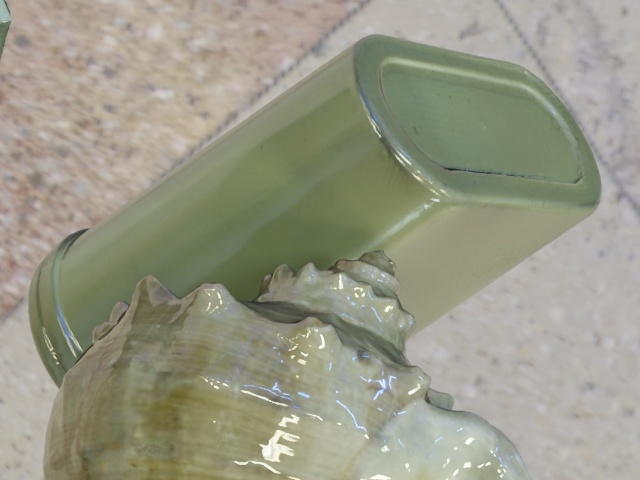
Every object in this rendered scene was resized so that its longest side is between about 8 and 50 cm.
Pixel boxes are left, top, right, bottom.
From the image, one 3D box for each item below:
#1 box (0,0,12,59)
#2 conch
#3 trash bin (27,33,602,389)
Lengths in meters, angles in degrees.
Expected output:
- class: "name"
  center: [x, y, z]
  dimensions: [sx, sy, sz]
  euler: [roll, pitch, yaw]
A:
- class: "box"
  center: [-0.274, -0.109, 0.855]
  dimensions: [0.225, 0.129, 0.086]
  euler: [-12, 150, -27]
- class: "conch"
  center: [-0.018, 0.163, 0.861]
  dimensions: [0.263, 0.186, 0.324]
  euler: [25, 94, 5]
- class: "trash bin"
  center: [0.000, 0.000, 1.022]
  dimensions: [0.243, 0.247, 0.121]
  euler: [2, 58, -54]
